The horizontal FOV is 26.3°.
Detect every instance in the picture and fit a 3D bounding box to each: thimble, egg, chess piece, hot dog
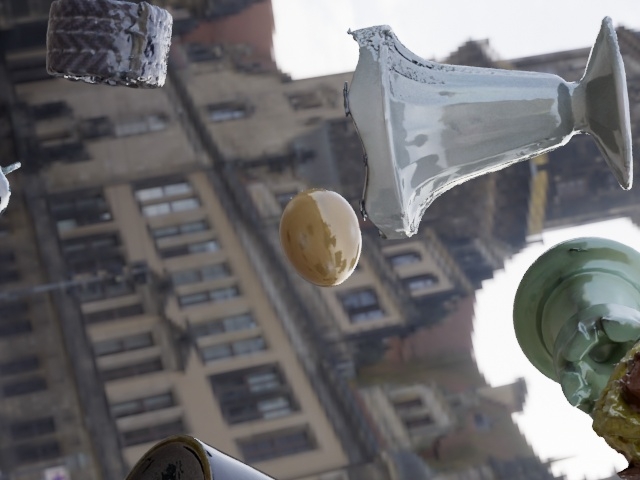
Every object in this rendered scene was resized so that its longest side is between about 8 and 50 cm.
[{"bbox_3d":[-0.164,-0.151,1.060,0.104,0.095,0.066,-165,-99,-78],"label":"thimble"},{"bbox_3d":[0.000,0.000,1.319,0.080,0.080,0.096,100,-11,-54],"label":"egg"},{"bbox_3d":[0.324,0.111,1.584,0.299,0.195,0.194,-65,148,-78],"label":"chess piece"},{"bbox_3d":[0.334,0.176,1.240,0.213,0.146,0.103,42,-16,-31],"label":"hot dog"}]

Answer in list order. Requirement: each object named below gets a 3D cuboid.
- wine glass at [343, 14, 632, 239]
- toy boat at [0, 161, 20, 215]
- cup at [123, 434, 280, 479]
[{"bbox_3d":[0.124,-0.087,1.010,0.165,0.197,0.164,-5,90,-82],"label":"wine glass"},{"bbox_3d":[-0.386,-0.006,1.094,0.134,0.299,0.092,62,8,-6],"label":"toy boat"},{"bbox_3d":[-0.088,0.295,1.124,0.239,0.177,0.166,-57,-149,10],"label":"cup"}]
